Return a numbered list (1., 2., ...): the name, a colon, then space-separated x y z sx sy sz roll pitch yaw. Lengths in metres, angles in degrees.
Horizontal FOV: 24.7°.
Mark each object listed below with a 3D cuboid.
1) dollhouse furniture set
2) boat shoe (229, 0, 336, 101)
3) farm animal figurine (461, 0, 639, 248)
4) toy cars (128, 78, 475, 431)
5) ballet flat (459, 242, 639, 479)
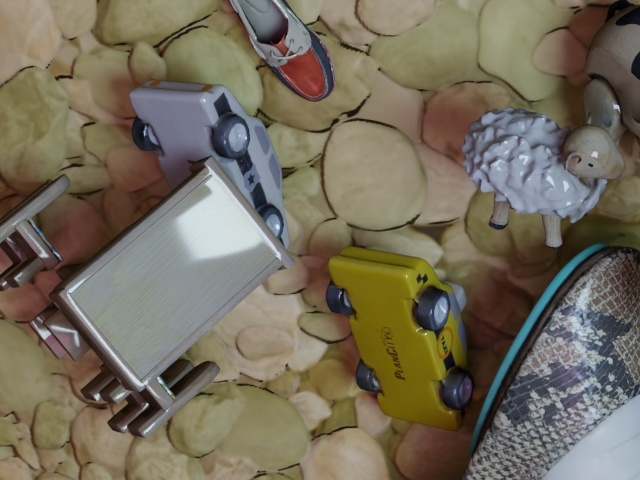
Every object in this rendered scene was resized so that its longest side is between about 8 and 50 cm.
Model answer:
1. dollhouse furniture set: -0.152 0.033 1.213 0.161 0.242 0.212 -42 102 -19
2. boat shoe: -0.034 -0.169 1.188 0.049 0.043 0.137 -28 105 15
3. farm animal figurine: 0.316 -0.083 1.047 0.326 0.330 0.172 33 143 34
4. toy cars: 0.000 0.000 1.221 0.393 0.087 0.176 41 143 -5
5. ballet flat: 0.174 0.226 1.209 0.182 0.164 0.483 49 126 27
